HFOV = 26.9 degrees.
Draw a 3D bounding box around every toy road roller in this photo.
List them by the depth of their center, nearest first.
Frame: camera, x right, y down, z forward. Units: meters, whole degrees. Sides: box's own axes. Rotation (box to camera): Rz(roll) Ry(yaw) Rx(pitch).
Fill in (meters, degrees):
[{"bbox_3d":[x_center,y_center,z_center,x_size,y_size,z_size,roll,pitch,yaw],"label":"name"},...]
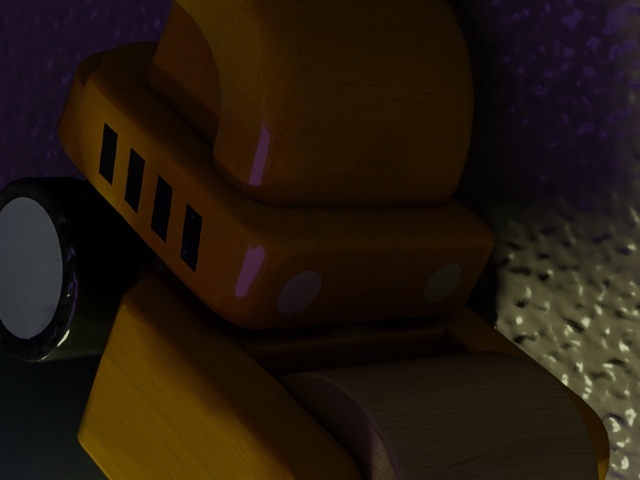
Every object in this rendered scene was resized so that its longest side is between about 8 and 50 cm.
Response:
[{"bbox_3d":[0.000,0.000,0.634,0.329,0.202,0.240,43,121,37],"label":"toy road roller"}]

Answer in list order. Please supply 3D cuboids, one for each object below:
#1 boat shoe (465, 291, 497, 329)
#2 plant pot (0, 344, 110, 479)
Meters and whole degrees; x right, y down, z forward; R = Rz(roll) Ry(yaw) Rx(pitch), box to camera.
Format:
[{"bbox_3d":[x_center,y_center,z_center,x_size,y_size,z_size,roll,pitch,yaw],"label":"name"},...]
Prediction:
[{"bbox_3d":[0.062,0.082,0.772,0.049,0.042,0.133,24,132,-7],"label":"boat shoe"},{"bbox_3d":[-0.121,0.207,0.778,0.334,0.341,0.341,18,125,13],"label":"plant pot"}]
